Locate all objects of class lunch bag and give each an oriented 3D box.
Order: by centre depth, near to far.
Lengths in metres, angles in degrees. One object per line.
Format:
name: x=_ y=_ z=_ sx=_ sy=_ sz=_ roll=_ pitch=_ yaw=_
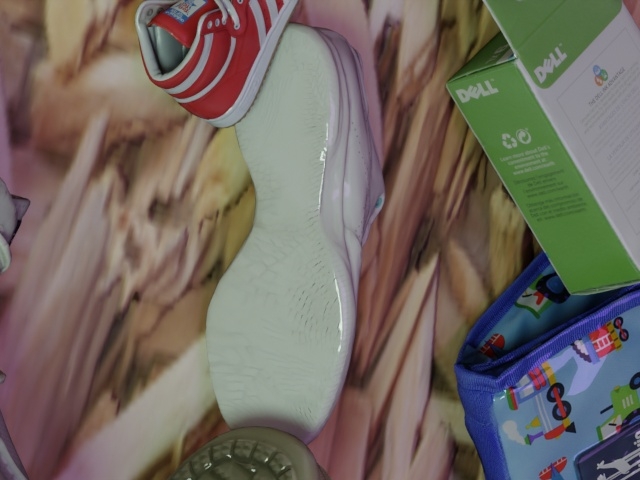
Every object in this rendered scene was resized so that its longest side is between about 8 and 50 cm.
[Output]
lunch bag: x=0.195 y=0.099 z=1.114 sx=0.293 sy=0.138 sz=0.221 roll=-37 pitch=127 yaw=-26

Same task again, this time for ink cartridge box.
ink cartridge box: x=0.144 y=-0.085 z=1.007 sx=0.109 sy=0.062 sz=0.209 roll=-45 pitch=109 yaw=-36

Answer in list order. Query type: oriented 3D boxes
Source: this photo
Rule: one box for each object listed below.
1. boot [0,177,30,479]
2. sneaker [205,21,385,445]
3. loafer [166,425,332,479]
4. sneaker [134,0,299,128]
boot: x=-0.145 y=0.035 z=0.660 sx=0.123 sy=0.095 sz=0.258 roll=-52 pitch=134 yaw=-21
sneaker: x=0.000 y=0.000 z=0.863 sx=0.094 sy=0.080 sz=0.212 roll=-5 pitch=101 yaw=-63
loafer: x=-0.048 y=0.218 z=0.837 sx=0.092 sy=0.102 sz=0.268 roll=8 pitch=102 yaw=-54
sneaker: x=-0.045 y=-0.117 z=0.796 sx=0.067 sy=0.042 sz=0.118 roll=25 pitch=81 yaw=-55
